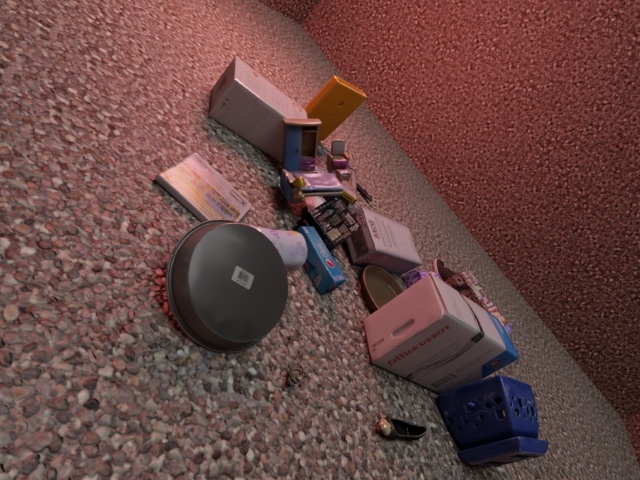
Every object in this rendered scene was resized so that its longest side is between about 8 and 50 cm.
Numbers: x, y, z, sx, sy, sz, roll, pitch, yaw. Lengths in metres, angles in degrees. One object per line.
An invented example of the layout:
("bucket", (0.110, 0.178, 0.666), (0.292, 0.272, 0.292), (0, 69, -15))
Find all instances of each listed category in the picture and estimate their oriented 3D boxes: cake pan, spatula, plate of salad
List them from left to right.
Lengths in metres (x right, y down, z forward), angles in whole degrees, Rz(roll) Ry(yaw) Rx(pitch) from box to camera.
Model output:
("cake pan", (-0.182, 0.089, 0.903), (0.293, 0.054, 0.294), (18, 64, -41))
("plate of salad", (0.008, -0.091, 1.552), (0.199, 0.048, 0.200), (38, 29, -25))
("spatula", (0.162, -0.307, 2.082), (0.297, 0.030, 0.084), (54, 33, 8))

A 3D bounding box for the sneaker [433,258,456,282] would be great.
("sneaker", (0.669, 0.178, 2.083), (0.104, 0.147, 0.296), (27, 33, -33))

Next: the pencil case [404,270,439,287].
("pencil case", (0.445, 0.172, 1.821), (0.206, 0.088, 0.086), (5, 51, -53))

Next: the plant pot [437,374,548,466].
("plant pot", (0.540, 0.567, 1.301), (0.235, 0.236, 0.212), (26, 42, -37))

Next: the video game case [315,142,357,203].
("video game case", (0.061, -0.310, 1.902), (0.248, 0.035, 0.275), (33, 32, -19))

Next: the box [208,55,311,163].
("box", (-0.224, -0.483, 1.584), (0.345, 0.168, 0.215), (30, 32, -32))

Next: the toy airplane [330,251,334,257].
("toy airplane", (0.000, 0.000, 1.445), (0.151, 0.028, 0.151), (35, 31, -25))

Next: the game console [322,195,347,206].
("game console", (0.053, -0.131, 1.634), (0.124, 0.085, 0.144), (13, -13, 24))

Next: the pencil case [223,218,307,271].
("pencil case", (-0.156, 0.015, 1.096), (0.273, 0.113, 0.124), (8, 61, -51))

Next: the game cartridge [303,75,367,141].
("game cartridge", (0.029, -0.587, 1.926), (0.285, 0.323, 0.053), (-6, 62, -59))

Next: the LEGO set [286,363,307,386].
("LEGO set", (-0.060, 0.313, 0.963), (0.083, 0.023, 0.054), (32, 31, -56))

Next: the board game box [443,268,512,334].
("board game box", (0.567, 0.300, 1.677), (0.141, 0.232, 0.291), (-2, 55, -56))

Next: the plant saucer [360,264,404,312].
("plant saucer", (0.240, 0.211, 1.517), (0.277, 0.041, 0.278), (36, 29, -24))

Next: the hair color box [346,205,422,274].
("hair color box", (0.248, 0.011, 1.665), (0.374, 0.113, 0.186), (17, 51, -51))

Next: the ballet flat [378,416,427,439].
("ballet flat", (0.213, 0.489, 1.103), (0.173, 0.049, 0.058), (26, 34, -38))

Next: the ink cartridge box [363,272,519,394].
("ink cartridge box", (0.373, 0.309, 1.314), (0.394, 0.285, 0.166), (32, 30, -31))

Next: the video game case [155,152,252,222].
("video game case", (-0.310, -0.129, 1.155), (0.227, 0.026, 0.206), (44, 27, -11))

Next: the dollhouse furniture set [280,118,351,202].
("dollhouse furniture set", (0.005, -0.277, 1.454), (0.286, 0.198, 0.303), (-4, 34, -16))

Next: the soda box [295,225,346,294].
("soda box", (-0.011, 0.059, 1.303), (0.067, 0.071, 0.210), (-3, 56, -55))

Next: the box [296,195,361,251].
("box", (0.032, -0.053, 1.425), (0.147, 0.077, 0.180), (52, 43, 1))
